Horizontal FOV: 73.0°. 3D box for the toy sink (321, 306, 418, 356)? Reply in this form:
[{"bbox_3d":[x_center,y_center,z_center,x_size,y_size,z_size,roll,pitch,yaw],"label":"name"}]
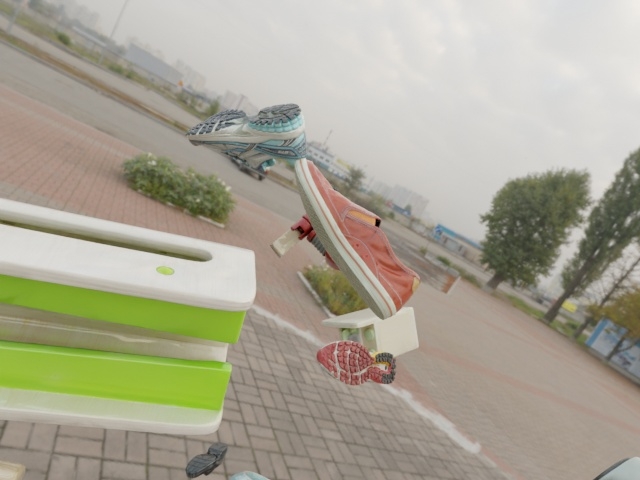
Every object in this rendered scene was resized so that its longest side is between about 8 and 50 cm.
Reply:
[{"bbox_3d":[0.141,0.273,1.230,0.234,0.131,0.153,-6,-3,-40],"label":"toy sink"}]

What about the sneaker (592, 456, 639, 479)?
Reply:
[{"bbox_3d":[0.357,0.240,0.346,0.331,0.122,0.146,1,32,-28],"label":"sneaker"}]

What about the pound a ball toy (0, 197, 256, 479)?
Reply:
[{"bbox_3d":[-0.231,0.075,0.341,0.319,0.208,0.135,12,19,-14],"label":"pound a ball toy"}]

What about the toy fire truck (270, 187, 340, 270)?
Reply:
[{"bbox_3d":[0.000,0.000,1.182,0.217,0.246,0.158,49,-11,14],"label":"toy fire truck"}]

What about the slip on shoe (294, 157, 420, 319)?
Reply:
[{"bbox_3d":[0.055,-0.019,0.772,0.331,0.101,0.123,55,-11,18],"label":"slip on shoe"}]

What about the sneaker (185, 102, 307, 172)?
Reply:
[{"bbox_3d":[-0.155,-0.194,0.883,0.283,0.122,0.110,6,40,29],"label":"sneaker"}]

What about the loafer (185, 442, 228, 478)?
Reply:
[{"bbox_3d":[-0.317,0.633,1.217,0.062,0.061,0.170,6,-1,23],"label":"loafer"}]

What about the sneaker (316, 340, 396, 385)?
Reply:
[{"bbox_3d":[0.068,0.271,0.934,0.093,0.088,0.225,-11,-28,41],"label":"sneaker"}]

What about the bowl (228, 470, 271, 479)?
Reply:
[{"bbox_3d":[-0.200,0.834,1.336,0.312,0.163,0.311,23,-20,9],"label":"bowl"}]
